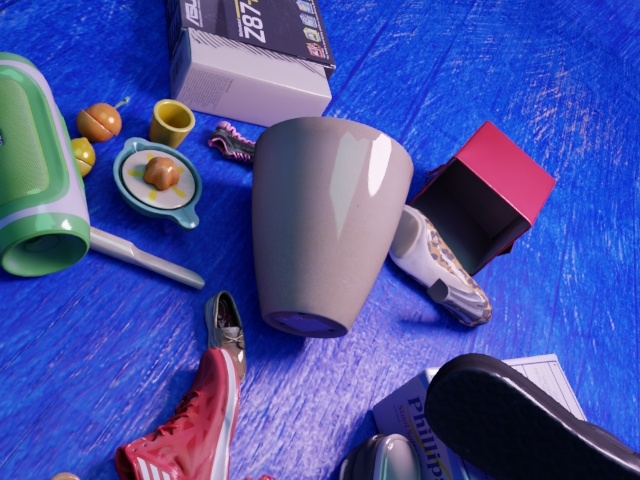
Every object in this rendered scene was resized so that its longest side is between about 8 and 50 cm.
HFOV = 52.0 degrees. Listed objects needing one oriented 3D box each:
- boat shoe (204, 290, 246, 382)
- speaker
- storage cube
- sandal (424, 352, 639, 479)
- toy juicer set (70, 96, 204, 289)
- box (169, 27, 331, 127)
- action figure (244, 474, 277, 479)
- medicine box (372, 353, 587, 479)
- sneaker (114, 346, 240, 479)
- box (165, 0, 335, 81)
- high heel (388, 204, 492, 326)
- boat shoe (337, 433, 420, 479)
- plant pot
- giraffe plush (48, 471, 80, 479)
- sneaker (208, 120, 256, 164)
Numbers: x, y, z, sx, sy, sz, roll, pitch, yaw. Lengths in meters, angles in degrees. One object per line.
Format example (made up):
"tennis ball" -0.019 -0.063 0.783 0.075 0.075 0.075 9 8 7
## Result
"boat shoe" -0.131 0.133 0.918 0.050 0.045 0.135 -2 58 -34
"speaker" -0.397 -0.105 0.871 0.131 0.131 0.296 -6 61 -37
"storage cube" 0.309 -0.082 1.278 0.215 0.184 0.193 42 43 3
"sandal" 0.331 0.289 0.819 0.446 0.167 0.107 42 28 0
"toy juicer set" -0.277 -0.091 0.965 0.209 0.089 0.329 6 54 -30
"box" -0.127 -0.284 1.199 0.275 0.113 0.094 9 51 -30
"action figure" -0.046 0.330 0.834 0.115 0.030 0.038 32 41 -8
"medicine box" 0.261 0.324 0.956 0.289 0.149 0.263 1 57 -32
"sneaker" -0.173 0.222 0.795 0.128 0.087 0.221 17 48 -24
"box" -0.158 -0.492 1.350 0.318 0.097 0.395 6 54 -26
"high heel" 0.218 0.045 1.217 0.186 0.093 0.261 29 28 -43
"boat shoe" 0.053 0.406 0.813 0.112 0.095 0.335 37 47 -23
"plant pot" 0.000 0.000 0.995 0.256 0.256 0.274 19 65 -21
"giraffe plush" -0.288 0.318 0.617 0.170 0.181 0.210 -1 22 -46
"sneaker" -0.143 -0.154 1.138 0.119 0.047 0.057 33 51 3
